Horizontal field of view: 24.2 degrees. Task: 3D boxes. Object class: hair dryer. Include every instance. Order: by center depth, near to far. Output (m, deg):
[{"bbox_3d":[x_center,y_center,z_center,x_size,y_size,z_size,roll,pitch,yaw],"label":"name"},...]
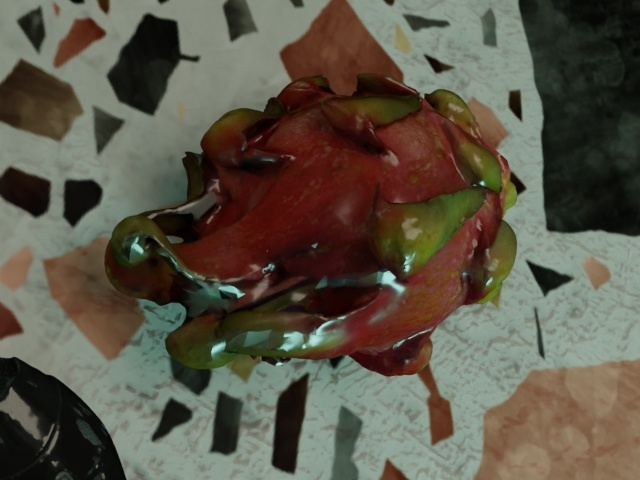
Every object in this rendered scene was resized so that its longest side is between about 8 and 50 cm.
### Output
[{"bbox_3d":[-0.233,0.228,0.962,0.272,0.091,0.235,-36,121,-16],"label":"hair dryer"}]

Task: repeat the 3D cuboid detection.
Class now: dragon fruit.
[{"bbox_3d":[0.000,-0.004,1.117,0.307,0.243,0.227,-6,103,1],"label":"dragon fruit"}]
